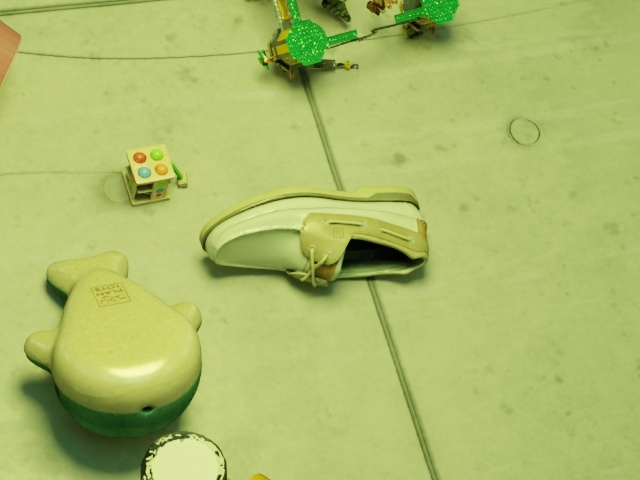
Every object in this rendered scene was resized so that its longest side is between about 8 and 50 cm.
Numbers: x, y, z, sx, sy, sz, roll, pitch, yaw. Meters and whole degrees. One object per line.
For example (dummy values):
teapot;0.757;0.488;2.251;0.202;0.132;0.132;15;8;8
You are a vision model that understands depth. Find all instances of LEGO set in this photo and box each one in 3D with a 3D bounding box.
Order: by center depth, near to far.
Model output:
LEGO set;0.014;-0.365;2.158;0.331;0.192;0.255;-28;101;-23

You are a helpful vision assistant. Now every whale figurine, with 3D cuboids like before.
whale figurine;-0.247;0.126;1.826;0.216;0.141;0.272;-12;41;-21

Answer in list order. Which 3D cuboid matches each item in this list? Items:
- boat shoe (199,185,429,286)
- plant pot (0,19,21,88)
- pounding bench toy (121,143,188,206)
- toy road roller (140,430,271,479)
boat shoe;0.000;0.000;1.950;0.302;0.113;0.103;-8;58;-19
plant pot;-0.487;-0.241;1.929;0.180;0.201;0.201;26;57;-18
pounding bench toy;-0.208;-0.089;1.975;0.083;0.065;0.052;-11;64;-20
toy road roller;-0.141;0.389;1.623;0.240;0.202;0.329;31;59;15
